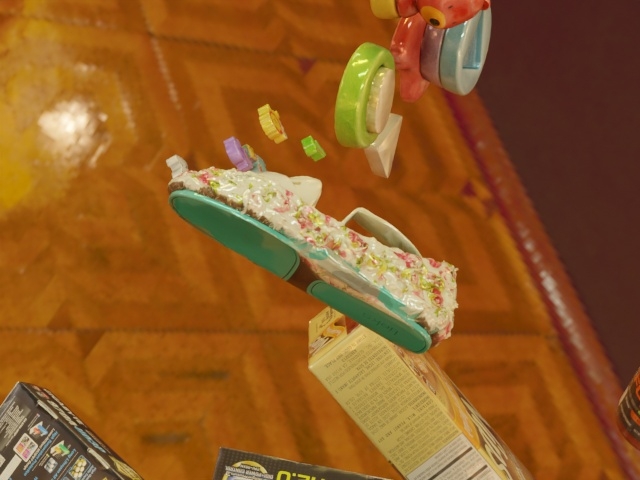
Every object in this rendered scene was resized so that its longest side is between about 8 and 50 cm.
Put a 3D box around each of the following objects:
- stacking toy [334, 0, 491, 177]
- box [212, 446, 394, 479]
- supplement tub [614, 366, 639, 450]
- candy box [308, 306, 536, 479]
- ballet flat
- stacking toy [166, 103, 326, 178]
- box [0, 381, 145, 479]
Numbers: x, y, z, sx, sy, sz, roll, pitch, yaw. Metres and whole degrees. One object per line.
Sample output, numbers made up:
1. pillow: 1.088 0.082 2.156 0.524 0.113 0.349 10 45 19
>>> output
1. stacking toy: 0.140 -0.219 1.841 0.130 0.279 0.309 16 -9 19
2. box: 0.034 0.257 1.326 0.216 0.270 0.060 10 74 14
3. supplement tub: 0.437 0.166 1.756 0.106 0.198 0.106 11 41 -10
4. candy box: 0.117 0.200 1.542 0.316 0.087 0.183 49 8 -9
5. ballet flat: 0.000 0.000 1.098 0.241 0.091 0.077 32 64 -11
6. stacking toy: -0.099 -0.107 2.072 0.221 0.167 0.052 31 34 -66
7. box: -0.282 0.271 1.379 0.175 0.220 0.051 36 1 30
